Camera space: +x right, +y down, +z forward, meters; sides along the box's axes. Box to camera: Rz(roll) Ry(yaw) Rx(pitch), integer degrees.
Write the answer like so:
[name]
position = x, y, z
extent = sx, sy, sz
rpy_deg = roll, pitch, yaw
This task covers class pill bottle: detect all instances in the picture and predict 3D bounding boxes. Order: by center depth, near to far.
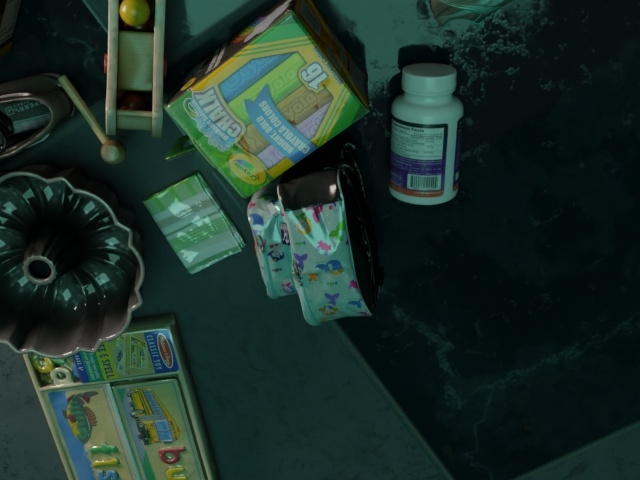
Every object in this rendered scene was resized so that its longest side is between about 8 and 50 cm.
[pill bottle]
position = 0.157, -0.160, 1.341
extent = 0.108, 0.108, 0.194
rpy_deg = 1, 116, 1

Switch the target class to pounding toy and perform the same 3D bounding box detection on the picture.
[pounding toy]
position = -0.296, -0.229, 1.267
extent = 0.154, 0.154, 0.270
rpy_deg = 2, 108, -11

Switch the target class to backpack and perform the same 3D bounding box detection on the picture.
[backpack]
position = 0.000, 0.000, 1.360
extent = 0.191, 0.225, 0.254
rpy_deg = -16, 113, 11

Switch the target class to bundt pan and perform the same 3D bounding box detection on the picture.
[bundt pan]
position = -0.433, 0.020, 1.439
extent = 0.330, 0.124, 0.331
rpy_deg = 0, 117, 1

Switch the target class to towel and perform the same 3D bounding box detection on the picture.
[towel]
position = -0.206, -0.025, 1.466
extent = 0.113, 0.023, 0.152
rpy_deg = -26, 113, 13

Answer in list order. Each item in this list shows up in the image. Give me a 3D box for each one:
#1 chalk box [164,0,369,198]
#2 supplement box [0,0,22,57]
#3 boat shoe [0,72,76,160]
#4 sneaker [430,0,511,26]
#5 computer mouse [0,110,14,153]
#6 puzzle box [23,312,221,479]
[chalk box]
position = -0.095, -0.195, 1.294
extent = 0.289, 0.180, 0.179
rpy_deg = -34, 111, 18
[supplement box]
position = -0.522, -0.366, 1.246
extent = 0.191, 0.129, 0.194
rpy_deg = 20, 115, -8
[boat shoe]
position = -0.530, -0.165, 1.364
extent = 0.335, 0.095, 0.112
rpy_deg = -19, 114, 11
[sneaker]
position = 0.234, -0.346, 1.283
extent = 0.166, 0.065, 0.076
rpy_deg = -3, 133, 7
[computer mouse]
position = -0.546, -0.192, 1.289
extent = 0.262, 0.060, 0.184
rpy_deg = -6, 134, 37
[puzzle box]
position = -0.349, 0.331, 1.632
extent = 0.272, 0.052, 0.409
rpy_deg = -9, 116, 5
